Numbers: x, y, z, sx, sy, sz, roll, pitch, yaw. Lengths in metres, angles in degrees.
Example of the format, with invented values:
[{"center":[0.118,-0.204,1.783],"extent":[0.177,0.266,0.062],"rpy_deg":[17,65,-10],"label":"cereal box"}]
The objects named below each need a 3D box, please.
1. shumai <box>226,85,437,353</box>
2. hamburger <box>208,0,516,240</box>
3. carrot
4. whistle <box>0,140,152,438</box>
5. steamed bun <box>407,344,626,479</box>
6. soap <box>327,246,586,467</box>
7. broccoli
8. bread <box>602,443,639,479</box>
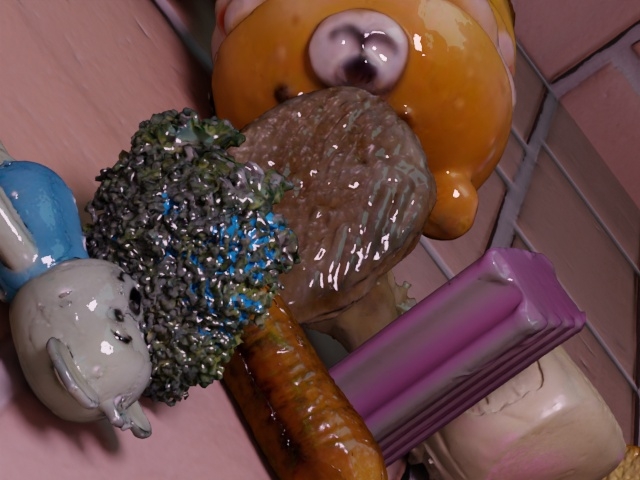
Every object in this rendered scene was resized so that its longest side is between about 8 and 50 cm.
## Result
[{"center":[0.000,0.000,1.379],"extent":[0.153,0.161,0.209],"rpy_deg":[76,34,-53],"label":"shumai"},{"center":[0.032,-0.122,1.526],"extent":[0.276,0.276,0.237],"rpy_deg":[46,33,-28],"label":"hamburger"},{"center":[-0.036,0.072,1.243],"extent":[0.260,0.070,0.070],"rpy_deg":[61,17,19],"label":"carrot"},{"center":[-0.155,0.006,1.036],"extent":[0.235,0.077,0.114],"rpy_deg":[60,7,25],"label":"whistle"},{"center":[0.140,0.142,1.481],"extent":[0.170,0.152,0.238],"rpy_deg":[54,0,24],"label":"steamed bun"},{"center":[0.077,0.088,1.291],"extent":[0.065,0.203,0.122],"rpy_deg":[57,18,16],"label":"soap"},{"center":[-0.080,0.011,1.140],"extent":[0.167,0.154,0.160],"rpy_deg":[59,-4,19],"label":"broccoli"},{"center":[0.295,0.261,1.680],"extent":[0.129,0.134,0.260],"rpy_deg":[42,20,-35],"label":"bread"}]
